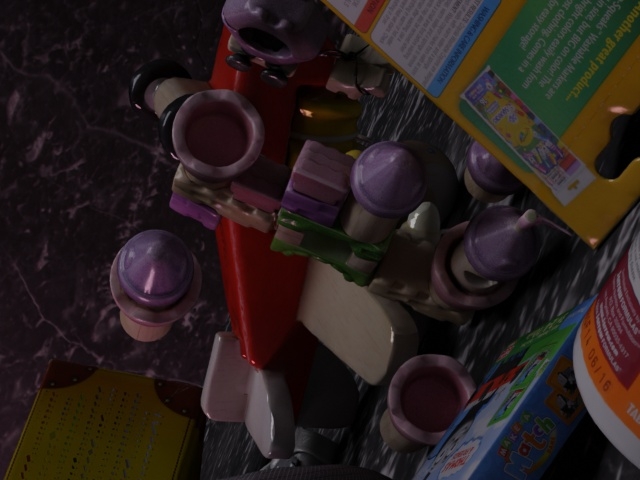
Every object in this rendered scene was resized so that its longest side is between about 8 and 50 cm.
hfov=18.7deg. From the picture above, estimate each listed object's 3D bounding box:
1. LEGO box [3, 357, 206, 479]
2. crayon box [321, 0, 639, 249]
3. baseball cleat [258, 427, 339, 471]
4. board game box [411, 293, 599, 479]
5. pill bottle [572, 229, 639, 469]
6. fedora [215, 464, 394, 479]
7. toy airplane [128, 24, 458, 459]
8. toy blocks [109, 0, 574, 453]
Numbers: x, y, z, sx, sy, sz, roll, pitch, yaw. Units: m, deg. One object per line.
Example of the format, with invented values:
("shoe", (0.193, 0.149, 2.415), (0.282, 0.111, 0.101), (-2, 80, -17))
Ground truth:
("LEGO box", (-0.276, 0.439, 2.130), (0.500, 0.193, 0.372), (-76, -4, -51))
("crayon box", (0.117, -0.172, 1.224), (0.083, 0.323, 0.203), (-40, -11, -37))
("baseball cleat", (-0.029, 0.233, 1.788), (0.109, 0.072, 0.206), (-59, 13, 14))
("board game box", (0.091, 0.136, 1.135), (0.211, 0.039, 0.160), (-53, 3, -19))
("pill bottle", (0.194, -0.009, 0.723), (0.121, 0.121, 0.221), (-78, 13, -54))
("fedora", (-0.045, 0.260, 1.449), (0.275, 0.243, 0.124), (102, 156, -69))
("toy airplane", (0.000, 0.000, 1.748), (0.384, 0.272, 0.386), (105, 148, -65))
("toy blocks", (0.025, -0.042, 1.401), (0.260, 0.288, 0.309), (115, 177, -73))
